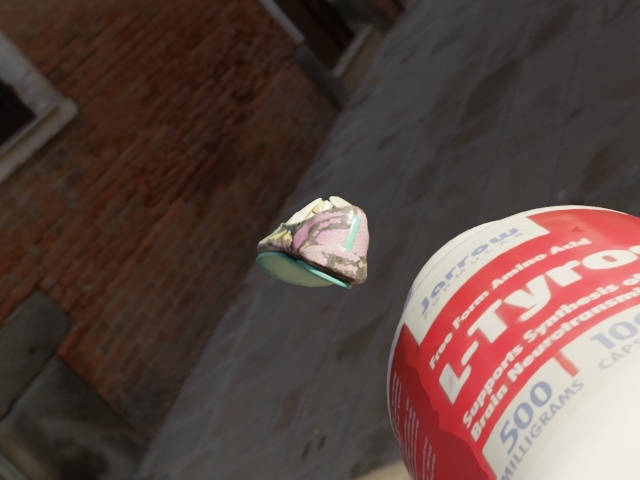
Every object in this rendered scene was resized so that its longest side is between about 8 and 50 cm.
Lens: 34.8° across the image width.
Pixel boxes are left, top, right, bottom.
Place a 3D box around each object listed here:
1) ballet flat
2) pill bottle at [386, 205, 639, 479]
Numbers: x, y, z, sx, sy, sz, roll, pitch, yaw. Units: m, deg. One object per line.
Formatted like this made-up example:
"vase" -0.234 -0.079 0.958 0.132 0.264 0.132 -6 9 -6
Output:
"ballet flat" 0.000 0.000 0.902 0.079 0.077 0.221 -65 12 -8
"pill bottle" 0.161 0.106 0.562 0.229 0.229 0.408 -41 12 3
